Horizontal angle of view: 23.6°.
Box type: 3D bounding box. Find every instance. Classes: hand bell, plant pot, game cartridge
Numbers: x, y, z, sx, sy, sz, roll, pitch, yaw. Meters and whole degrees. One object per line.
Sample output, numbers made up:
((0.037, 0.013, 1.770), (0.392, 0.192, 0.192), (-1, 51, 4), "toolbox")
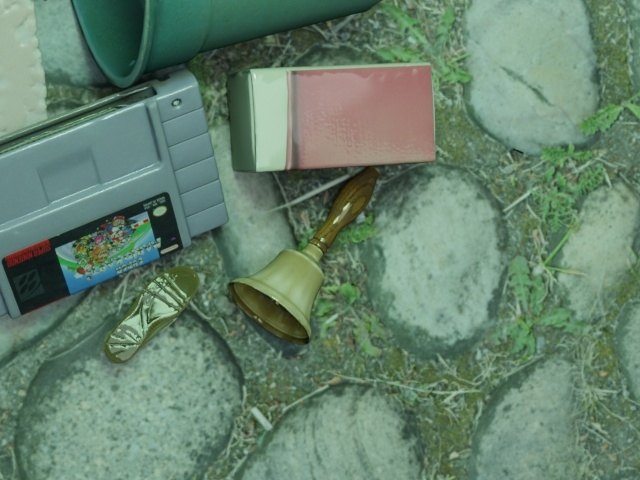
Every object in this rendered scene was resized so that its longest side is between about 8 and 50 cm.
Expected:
((0.000, 0.000, 1.956), (0.126, 0.126, 0.242), (40, 69, -13), "hand bell")
((-0.105, -0.372, 1.799), (0.334, 0.341, 0.341), (-12, 95, -23), "plant pot")
((-0.290, -0.044, 1.825), (0.355, 0.068, 0.230), (-23, 128, -14), "game cartridge")

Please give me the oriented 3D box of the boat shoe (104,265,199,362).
((-0.212, 0.093, 1.922), (0.056, 0.048, 0.153), (39, 75, -1), "boat shoe")

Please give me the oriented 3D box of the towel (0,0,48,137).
((-0.473, -0.227, 1.709), (0.317, 0.053, 0.332), (-13, 130, -17), "towel")

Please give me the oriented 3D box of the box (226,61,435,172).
((0.012, -0.153, 1.913), (0.232, 0.148, 0.127), (-4, 94, -14), "box")
